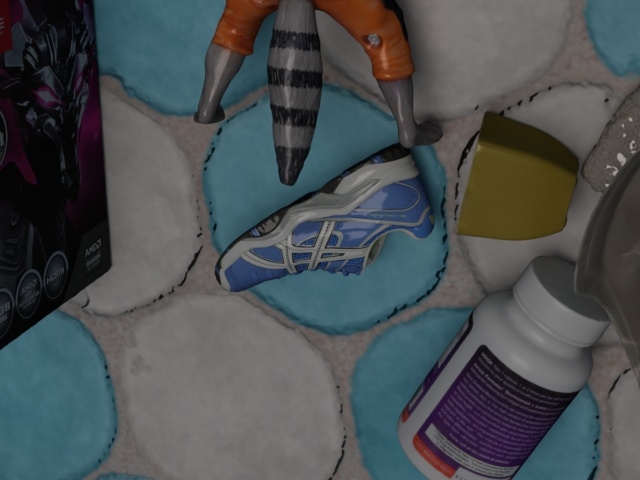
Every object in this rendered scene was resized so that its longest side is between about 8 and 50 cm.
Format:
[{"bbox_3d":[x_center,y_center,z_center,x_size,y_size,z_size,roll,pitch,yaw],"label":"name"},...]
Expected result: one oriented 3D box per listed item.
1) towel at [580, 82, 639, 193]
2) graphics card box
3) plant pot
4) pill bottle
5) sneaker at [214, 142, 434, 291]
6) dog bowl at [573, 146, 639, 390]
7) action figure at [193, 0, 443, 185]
[{"bbox_3d":[0.354,-0.045,1.197,0.282,0.049,0.187,33,117,7],"label":"towel"},{"bbox_3d":[-0.272,-0.111,1.311,0.094,0.233,0.370,7,110,18],"label":"graphics card box"},{"bbox_3d":[0.158,-0.045,1.258,0.083,0.081,0.081,14,114,5],"label":"plant pot"},{"bbox_3d":[0.153,0.109,1.297,0.108,0.108,0.193,35,118,6],"label":"pill bottle"},{"bbox_3d":[0.000,0.000,1.332,0.211,0.080,0.081,-29,94,28],"label":"sneaker"},{"bbox_3d":[0.362,0.041,1.135,0.349,0.102,0.348,12,118,23],"label":"dog bowl"},{"bbox_3d":[0.039,-0.215,1.190,0.341,0.178,0.330,13,123,19],"label":"action figure"}]
